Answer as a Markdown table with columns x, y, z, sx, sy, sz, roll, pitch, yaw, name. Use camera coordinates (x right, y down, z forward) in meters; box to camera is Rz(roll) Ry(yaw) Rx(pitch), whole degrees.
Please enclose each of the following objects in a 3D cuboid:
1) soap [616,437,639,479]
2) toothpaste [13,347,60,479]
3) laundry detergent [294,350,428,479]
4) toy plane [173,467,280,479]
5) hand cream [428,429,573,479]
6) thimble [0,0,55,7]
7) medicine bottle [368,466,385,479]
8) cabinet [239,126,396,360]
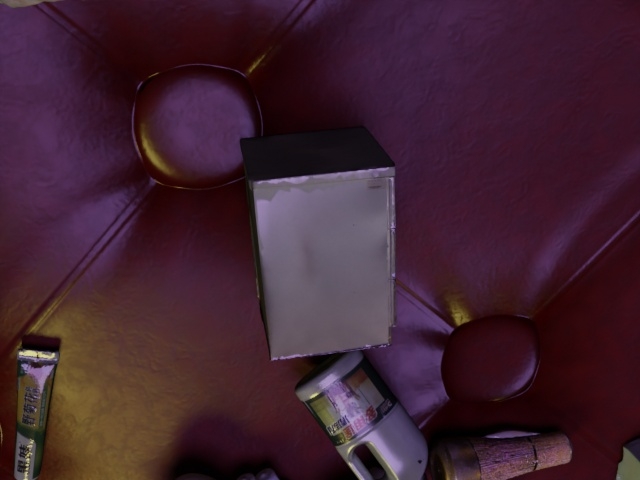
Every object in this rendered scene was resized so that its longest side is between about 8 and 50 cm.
| x | y | z | sx | sy | sz | roll | pitch | yaw | name |
| --- | --- | --- | --- | --- | --- | --- | --- | --- | --- |
| 0.534 | 0.387 | 1.153 | 0.145 | 0.091 | 0.231 | -28 | 114 | 3 | soap |
| -0.353 | 0.222 | 0.954 | 0.049 | 0.031 | 0.204 | 8 | 109 | -14 | toothpaste |
| 0.070 | 0.246 | 0.979 | 0.099 | 0.070 | 0.226 | -36 | 94 | -12 | laundry detergent |
| -0.134 | 0.402 | 1.031 | 0.244 | 0.117 | 0.245 | -6 | 105 | -23 | toy plane |
| 0.255 | 0.301 | 1.075 | 0.203 | 0.084 | 0.084 | -6 | 114 | -13 | hand cream |
| -0.162 | -0.310 | 0.613 | 0.291 | 0.291 | 0.195 | -15 | 116 | -3 | thimble |
| 0.033 | 0.425 | 1.009 | 0.250 | 0.131 | 0.131 | -48 | 117 | -22 | medicine bottle |
| 0.000 | 0.000 | 0.857 | 0.150 | 0.145 | 0.206 | -7 | 115 | -7 | cabinet |
